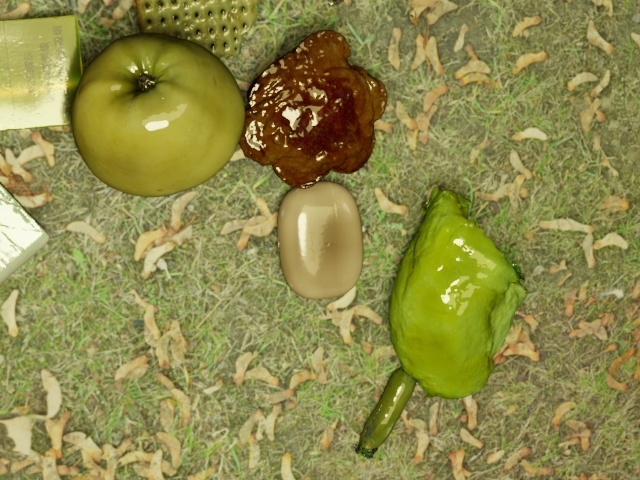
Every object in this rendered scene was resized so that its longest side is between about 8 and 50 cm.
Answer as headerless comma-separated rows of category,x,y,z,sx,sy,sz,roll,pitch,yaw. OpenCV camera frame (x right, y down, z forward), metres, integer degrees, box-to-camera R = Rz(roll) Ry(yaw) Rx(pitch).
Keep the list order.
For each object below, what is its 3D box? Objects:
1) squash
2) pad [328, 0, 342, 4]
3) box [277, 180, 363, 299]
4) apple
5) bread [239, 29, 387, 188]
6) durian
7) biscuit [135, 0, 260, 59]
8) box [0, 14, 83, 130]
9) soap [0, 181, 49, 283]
squash,0.117,0.303,2.062,0.052,0.052,0.183,30,92,-18
pad,0.056,-0.522,1.913,0.233,0.022,0.174,-47,126,-6
box,0.000,0.000,1.961,0.146,0.088,0.200,-6,101,-14
apple,-0.248,-0.195,1.774,0.262,0.262,0.262,-2,99,-16
bread,-0.017,-0.199,1.902,0.247,0.135,0.232,-45,107,-6
durian,0.234,0.109,1.989,0.256,0.204,0.339,28,87,-30
biscuit,-0.192,-0.347,1.868,0.203,0.016,0.144,-9,122,-14
box,-0.522,-0.250,1.795,0.311,0.043,0.172,-6,100,-15
soap,-0.611,0.032,1.774,0.347,0.115,0.208,-42,106,-7
